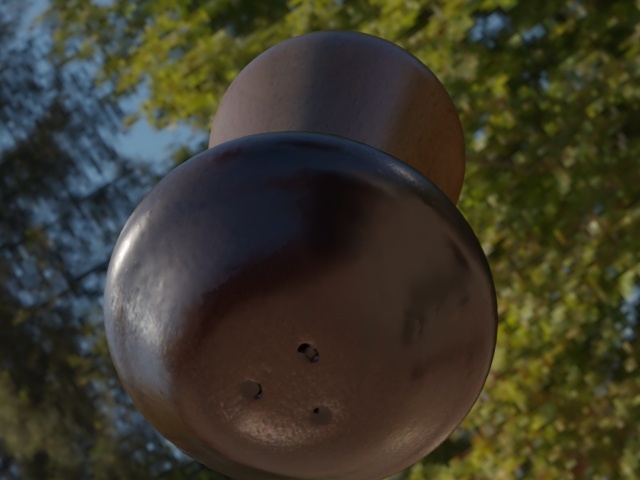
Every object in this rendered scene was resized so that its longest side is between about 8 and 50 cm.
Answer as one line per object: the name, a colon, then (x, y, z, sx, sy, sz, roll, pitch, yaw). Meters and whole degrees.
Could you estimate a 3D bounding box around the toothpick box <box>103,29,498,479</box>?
toothpick box: (0.000, 0.000, 0.862, 0.192, 0.192, 0.294, -42, 15, 23)
